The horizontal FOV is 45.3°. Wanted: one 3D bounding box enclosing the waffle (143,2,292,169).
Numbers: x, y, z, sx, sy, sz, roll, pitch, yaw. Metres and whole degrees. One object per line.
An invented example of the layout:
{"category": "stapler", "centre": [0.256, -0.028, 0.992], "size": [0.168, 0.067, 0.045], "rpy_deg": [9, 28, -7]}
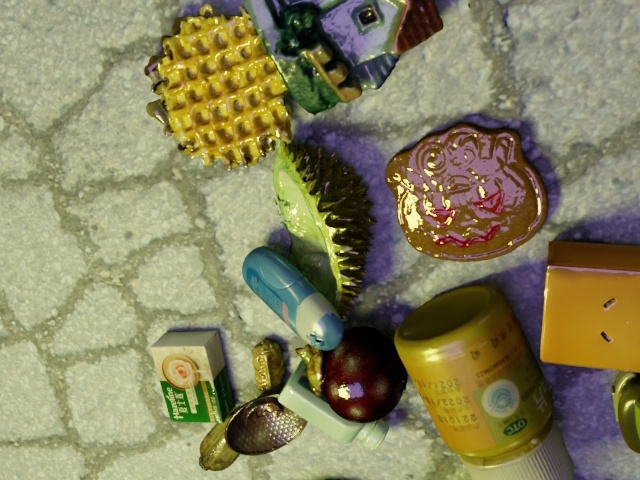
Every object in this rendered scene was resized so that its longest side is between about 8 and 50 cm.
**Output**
{"category": "waffle", "centre": [-0.185, -0.284, 1.417], "size": [0.329, 0.062, 0.329], "rpy_deg": [7, 106, 24]}

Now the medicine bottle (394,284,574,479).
{"category": "medicine bottle", "centre": [0.311, 0.295, 1.425], "size": [0.224, 0.224, 0.384], "rpy_deg": [-21, 103, 24]}

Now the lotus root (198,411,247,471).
{"category": "lotus root", "centre": [-0.217, 0.461, 1.738], "size": [0.080, 0.089, 0.179], "rpy_deg": [19, 120, -38]}

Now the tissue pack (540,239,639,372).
{"category": "tissue pack", "centre": [0.530, 0.113, 1.329], "size": [0.274, 0.145, 0.194], "rpy_deg": [5, 111, 16]}

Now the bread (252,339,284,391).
{"category": "bread", "centre": [-0.111, 0.265, 1.639], "size": [0.066, 0.060, 0.110], "rpy_deg": [-5, 107, 5]}

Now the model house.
{"category": "model house", "centre": [0.077, -0.396, 1.219], "size": [0.329, 0.252, 0.295], "rpy_deg": [-20, 104, 17]}

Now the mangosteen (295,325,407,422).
{"category": "mangosteen", "centre": [0.055, 0.258, 1.506], "size": [0.230, 0.194, 0.194], "rpy_deg": [7, 113, 13]}

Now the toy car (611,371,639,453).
{"category": "toy car", "centre": [0.649, 0.313, 1.341], "size": [0.247, 0.198, 0.204], "rpy_deg": [-8, 108, 19]}

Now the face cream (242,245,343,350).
{"category": "face cream", "centre": [-0.049, 0.114, 1.467], "size": [0.264, 0.083, 0.149], "rpy_deg": [40, 154, 39]}

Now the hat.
{"category": "hat", "centre": [-0.128, 0.379, 1.683], "size": [0.193, 0.082, 0.193], "rpy_deg": [-14, 129, -17]}

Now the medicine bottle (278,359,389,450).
{"category": "medicine bottle", "centre": [0.031, 0.349, 1.592], "size": [0.229, 0.121, 0.083], "rpy_deg": [34, 117, 1]}

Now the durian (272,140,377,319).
{"category": "durian", "centre": [-0.003, 0.005, 1.451], "size": [0.198, 0.163, 0.394], "rpy_deg": [2, 118, 20]}

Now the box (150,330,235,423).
{"category": "box", "centre": [-0.280, 0.302, 1.697], "size": [0.135, 0.081, 0.199], "rpy_deg": [-4, 108, 19]}

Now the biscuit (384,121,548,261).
{"category": "biscuit", "centre": [0.264, -0.082, 1.388], "size": [0.273, 0.049, 0.257], "rpy_deg": [-16, 105, 21]}
